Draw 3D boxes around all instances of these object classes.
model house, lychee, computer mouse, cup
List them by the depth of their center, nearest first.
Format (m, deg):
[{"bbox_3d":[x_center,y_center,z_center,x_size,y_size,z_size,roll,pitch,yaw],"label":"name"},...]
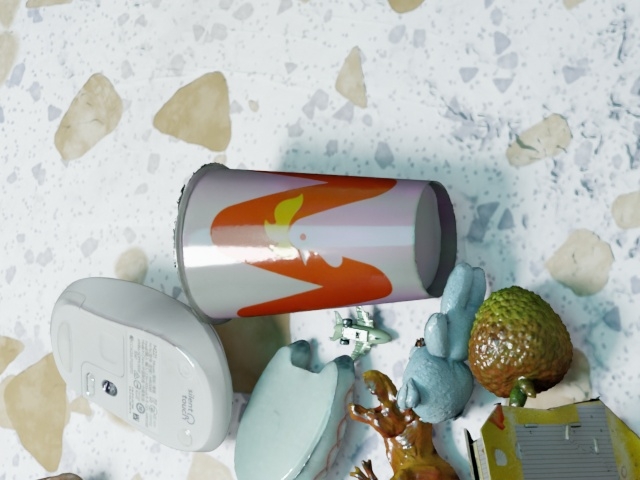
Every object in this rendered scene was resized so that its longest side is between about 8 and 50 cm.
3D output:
[{"bbox_3d":[0.227,0.285,1.427,0.136,0.207,0.219,-38,57,55],"label":"model house"},{"bbox_3d":[0.212,0.115,1.477,0.114,0.114,0.146,-28,43,26],"label":"lychee"},{"bbox_3d":[0.000,0.000,1.598,0.288,0.203,0.203,-1,82,25],"label":"cup"},{"bbox_3d":[-0.210,0.149,1.733,0.297,0.121,0.184,16,116,32],"label":"computer mouse"}]

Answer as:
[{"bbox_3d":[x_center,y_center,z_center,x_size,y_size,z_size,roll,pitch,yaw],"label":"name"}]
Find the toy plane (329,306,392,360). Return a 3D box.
[{"bbox_3d":[0.046,0.109,1.630,0.083,0.033,0.080,11,99,33],"label":"toy plane"}]

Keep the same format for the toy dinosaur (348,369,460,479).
[{"bbox_3d":[0.121,0.355,1.509,0.208,0.097,0.432,-36,73,6],"label":"toy dinosaur"}]

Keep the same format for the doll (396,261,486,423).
[{"bbox_3d":[0.133,0.113,1.530,0.075,0.120,0.179,0,76,41],"label":"doll"}]

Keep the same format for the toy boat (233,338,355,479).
[{"bbox_3d":[-0.026,0.225,1.644,0.134,0.079,0.207,14,80,39],"label":"toy boat"}]

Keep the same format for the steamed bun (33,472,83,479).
[{"bbox_3d":[-0.351,0.391,1.803,0.175,0.106,0.145,-37,69,38],"label":"steamed bun"}]
